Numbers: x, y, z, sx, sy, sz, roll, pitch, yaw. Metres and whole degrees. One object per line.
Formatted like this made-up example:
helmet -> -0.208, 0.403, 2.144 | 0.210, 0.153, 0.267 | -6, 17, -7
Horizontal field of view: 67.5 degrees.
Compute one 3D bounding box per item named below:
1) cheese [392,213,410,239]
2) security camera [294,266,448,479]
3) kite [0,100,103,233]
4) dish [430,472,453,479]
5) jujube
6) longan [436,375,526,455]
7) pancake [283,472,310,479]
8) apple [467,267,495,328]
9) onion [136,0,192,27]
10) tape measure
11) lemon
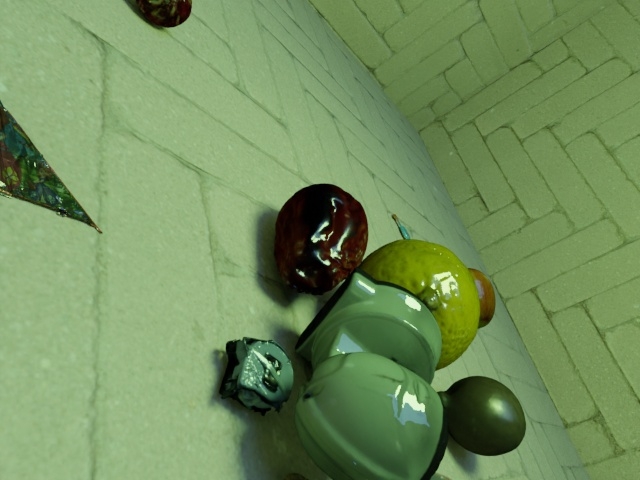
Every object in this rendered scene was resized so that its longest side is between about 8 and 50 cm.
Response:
cheese -> 0.270, -0.041, 1.585 | 0.111, 0.017, 0.047 | 63, 20, 12
security camera -> 0.067, 0.190, 0.619 | 0.191, 0.197, 0.277 | 35, 22, -6
kite -> -0.314, -0.076, 0.462 | 0.232, 0.009, 0.189 | 28, 37, -50
dish -> 0.126, 0.394, 0.680 | 0.212, 0.077, 0.151 | 43, 29, -32
jujube -> 0.000, 0.000, 0.817 | 0.168, 0.168, 0.236 | 50, 26, -19
longan -> 0.342, 0.377, 1.051 | 0.205, 0.158, 0.185 | 16, 11, -3
pancake -> -0.019, 0.333, 0.530 | 0.139, 0.022, 0.139 | 44, 28, -31
apple -> 0.397, 0.172, 1.364 | 0.196, 0.196, 0.195 | 45, 27, -30
onion -> -0.288, -0.445, 0.875 | 0.107, 0.097, 0.107 | -12, 106, -47
tape measure -> -0.077, 0.163, 0.587 | 0.094, 0.054, 0.091 | 36, 38, -38
lemon -> 0.163, 0.120, 0.871 | 0.267, 0.267, 0.267 | 45, 27, -30
